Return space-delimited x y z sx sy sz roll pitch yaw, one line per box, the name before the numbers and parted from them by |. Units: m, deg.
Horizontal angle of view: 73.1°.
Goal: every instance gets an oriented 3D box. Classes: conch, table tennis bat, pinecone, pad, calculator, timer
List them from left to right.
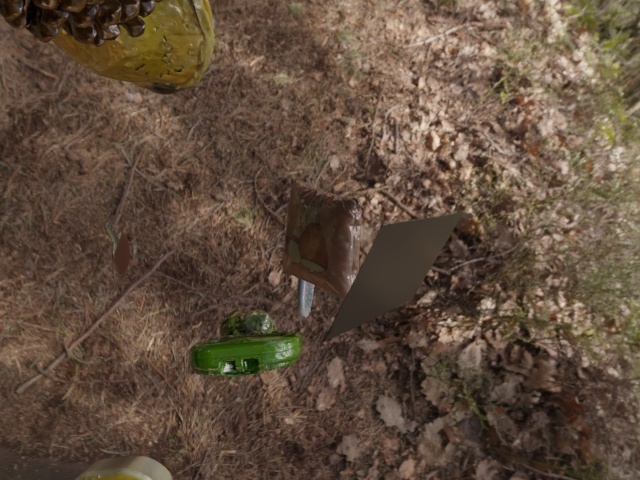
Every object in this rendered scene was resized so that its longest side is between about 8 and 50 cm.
pinecone | -0.258 -0.289 0.432 0.185 0.212 0.168 -5 69 11
table tennis bat | -0.804 0.024 1.717 0.021 0.274 0.154 2 52 -5
conch | -0.235 0.292 1.400 0.187 0.124 0.181 41 90 5
timer | -0.094 0.147 0.567 0.140 0.128 0.047 -6 82 2
calculator | -0.056 0.160 1.736 0.041 0.185 0.299 0 68 9
pad | 0.103 0.039 0.559 0.004 0.163 0.243 37 26 28

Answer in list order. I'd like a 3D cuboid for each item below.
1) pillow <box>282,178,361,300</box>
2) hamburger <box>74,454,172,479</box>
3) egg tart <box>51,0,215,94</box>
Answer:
pillow | 0.000 0.000 0.900 0.084 0.223 0.236 -6 21 -39
hamburger | -0.592 0.758 1.286 0.295 0.227 0.151 -12 24 14
egg tart | -0.413 -0.454 0.821 0.443 0.443 0.178 32 62 2
